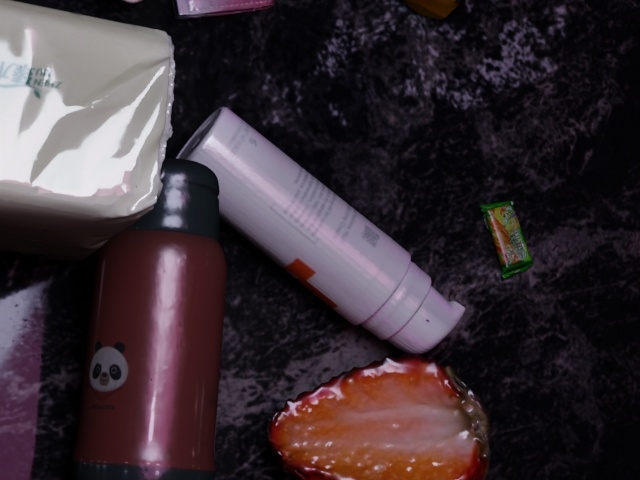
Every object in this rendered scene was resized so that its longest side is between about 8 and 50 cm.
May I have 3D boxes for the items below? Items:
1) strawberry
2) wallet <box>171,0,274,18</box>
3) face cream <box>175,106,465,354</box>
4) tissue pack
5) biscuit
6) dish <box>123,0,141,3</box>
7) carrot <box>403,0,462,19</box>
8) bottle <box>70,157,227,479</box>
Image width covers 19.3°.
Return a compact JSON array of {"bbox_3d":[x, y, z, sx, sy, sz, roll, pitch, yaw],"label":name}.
[{"bbox_3d":[0.062,0.224,1.993,0.236,0.111,0.190,-3,51,-3],"label":"strawberry"},{"bbox_3d":[-0.126,-0.360,2.062,0.119,0.025,0.232,-9,83,-24],"label":"wallet"},{"bbox_3d":[0.000,0.000,2.007,0.345,0.102,0.102,40,67,-12],"label":"face cream"},{"bbox_3d":[-0.356,-0.111,1.761,0.380,0.297,0.207,9,76,-21],"label":"tissue pack"},{"bbox_3d":[0.214,-0.003,2.150,0.046,0.016,0.089,-17,87,-26],"label":"biscuit"},{"bbox_3d":[-0.186,-0.358,1.989,0.151,0.077,0.212,42,76,-3],"label":"dish"},{"bbox_3d":[0.056,-0.351,2.121,0.260,0.070,0.070,43,66,-10],"label":"carrot"},{"bbox_3d":[-0.163,0.085,1.875,0.144,0.144,0.336,8,82,-23],"label":"bottle"}]
